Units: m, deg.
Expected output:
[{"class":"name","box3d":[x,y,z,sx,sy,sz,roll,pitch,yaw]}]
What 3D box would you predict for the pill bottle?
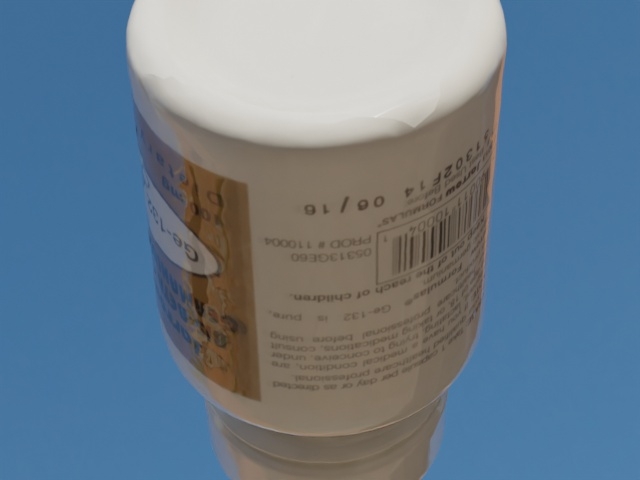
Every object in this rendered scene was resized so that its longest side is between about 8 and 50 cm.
[{"class":"pill bottle","box3d":[0.000,0.000,0.682,0.131,0.131,0.229,-10,-43,-7]}]
